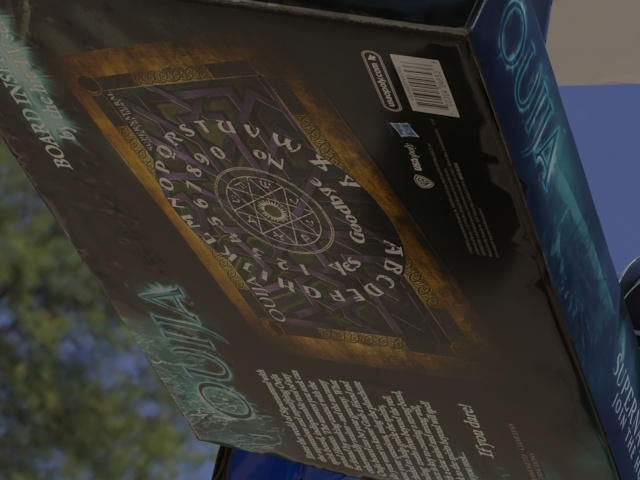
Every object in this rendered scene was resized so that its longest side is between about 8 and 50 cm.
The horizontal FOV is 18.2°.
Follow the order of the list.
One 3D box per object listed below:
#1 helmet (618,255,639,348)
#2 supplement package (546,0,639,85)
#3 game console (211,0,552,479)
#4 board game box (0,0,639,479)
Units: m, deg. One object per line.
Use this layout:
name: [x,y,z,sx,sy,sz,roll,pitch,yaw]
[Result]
helmet: [0.197,0.067,0.756,0.161,0.169,0.169,-1,-47,28]
supplement package: [0.202,-0.181,1.419,0.179,0.105,0.105,0,-31,24]
game console: [0.064,0.040,0.867,0.173,0.293,0.250,27,-37,-21]
board game box: [0.000,0.000,0.427,0.126,0.026,0.186,11,-31,26]
